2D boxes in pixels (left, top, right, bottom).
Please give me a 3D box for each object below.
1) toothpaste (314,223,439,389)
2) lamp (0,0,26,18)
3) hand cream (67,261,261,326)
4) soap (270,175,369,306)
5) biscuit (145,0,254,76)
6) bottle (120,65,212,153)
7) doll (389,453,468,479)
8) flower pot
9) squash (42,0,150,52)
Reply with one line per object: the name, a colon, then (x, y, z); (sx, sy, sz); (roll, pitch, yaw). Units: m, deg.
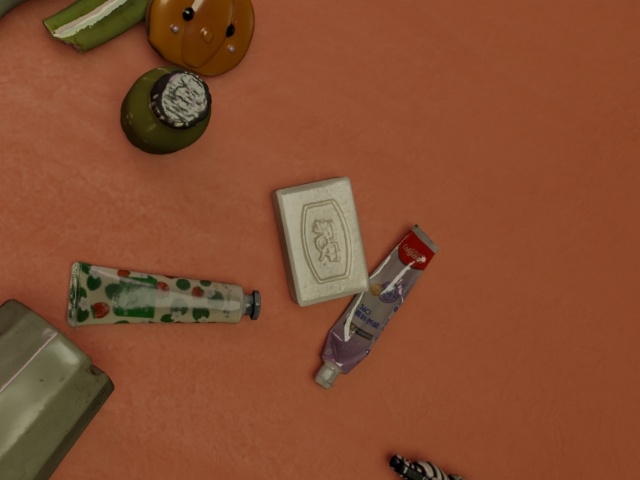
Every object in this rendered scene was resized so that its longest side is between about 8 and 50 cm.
toothpaste: (0.087, 0.109, 1.331); (0.075, 0.048, 0.301); (39, 78, -12)
lamp: (-0.395, -0.367, 1.077); (0.182, 0.182, 0.314); (31, 88, -17)
hand cream: (-0.226, 0.087, 1.220); (0.276, 0.059, 0.095); (4, 89, -14)
soap: (0.000, 0.000, 1.285); (0.121, 0.064, 0.183); (-13, 96, -15)
biscuit: (-0.162, -0.317, 1.182); (0.170, 0.050, 0.170); (-18, 126, -27)
bottle: (-0.202, -0.174, 1.103); (0.112, 0.260, 0.112); (-1, 93, -18)
doll: (0.208, 0.411, 1.362); (0.219, 0.091, 0.067); (35, 81, -18)
flower pot: (-0.424, 0.227, 1.071); (0.290, 0.290, 0.259); (45, 66, -15)
squash: (-0.272, -0.351, 1.171); (0.250, 0.083, 0.083); (-41, 104, -9)
